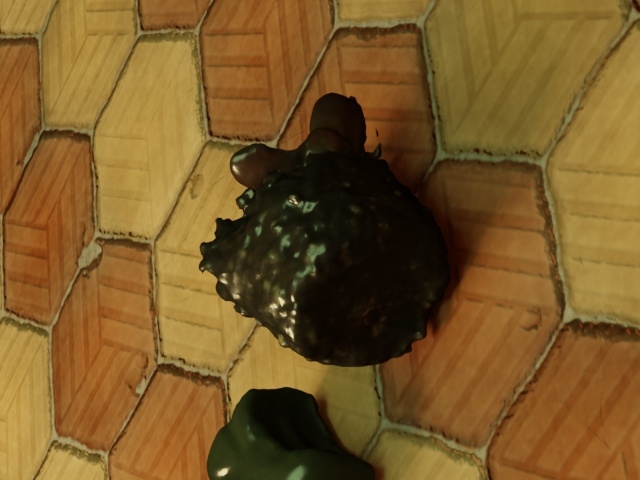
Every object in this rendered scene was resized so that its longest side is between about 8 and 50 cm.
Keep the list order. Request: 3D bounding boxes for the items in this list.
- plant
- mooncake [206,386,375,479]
[{"bbox_3d":[0.000,0.000,1.629,0.234,0.178,0.204,49,121,43],"label":"plant"},{"bbox_3d":[-0.028,0.218,1.671,0.175,0.104,0.168,-8,66,50],"label":"mooncake"}]
